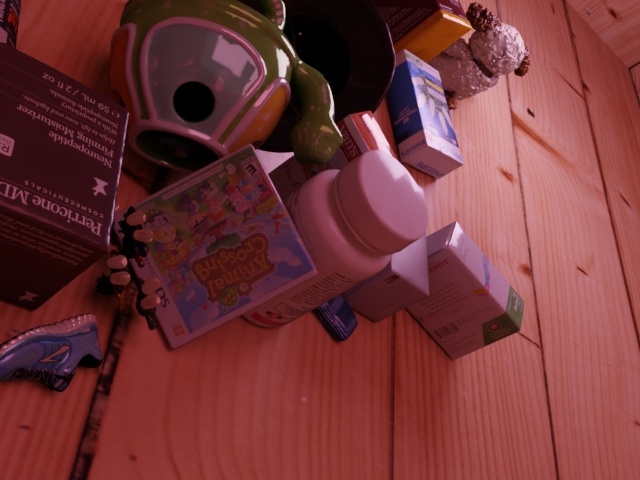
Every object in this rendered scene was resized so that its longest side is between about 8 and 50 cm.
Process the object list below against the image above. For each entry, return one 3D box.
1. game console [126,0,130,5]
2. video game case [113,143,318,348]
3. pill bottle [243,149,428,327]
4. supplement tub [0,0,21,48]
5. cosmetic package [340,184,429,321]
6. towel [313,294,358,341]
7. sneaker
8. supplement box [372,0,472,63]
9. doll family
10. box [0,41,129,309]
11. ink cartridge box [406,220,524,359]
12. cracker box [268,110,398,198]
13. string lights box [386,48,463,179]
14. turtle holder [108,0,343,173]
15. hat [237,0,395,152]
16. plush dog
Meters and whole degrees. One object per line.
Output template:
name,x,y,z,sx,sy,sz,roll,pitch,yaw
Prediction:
game console,-0.221,-0.334,1.280,0.124,0.085,0.144,-2,66,-51
video game case,-0.139,0.007,1.040,0.193,0.212,0.023,63,2,6
pill bottle,0.000,0.000,1.125,0.160,0.283,0.160,29,45,-34
supplement tub,-0.423,-0.275,0.981,0.106,0.106,0.197,22,50,-40
cosmetic package,0.108,0.005,1.386,0.107,0.127,0.238,29,46,-33
towel,0.014,0.100,1.286,0.119,0.029,0.067,53,35,-7
sneaker,-0.297,0.131,0.869,0.162,0.063,0.073,-18,82,-53
supplement box,0.203,-0.517,1.823,0.129,0.191,0.194,0,64,-50
doll family,-0.242,0.017,0.984,0.076,0.111,0.193,-5,78,-15
box,-0.332,-0.066,0.881,0.168,0.167,0.203,27,46,-36
ink cartridge box,0.241,0.092,1.453,0.212,0.154,0.093,46,37,-16
cracker box,0.016,-0.073,1.242,0.067,0.232,0.155,-21,81,-54
string lights box,0.219,-0.275,1.763,0.133,0.077,0.259,19,51,-43
turtle holder,-0.147,-0.205,1.145,0.320,0.243,0.227,30,59,-35
hat,-0.042,-0.279,1.361,0.134,0.331,0.331,77,-10,-78
plush dog,0.383,-0.442,1.951,0.262,0.225,0.210,35,42,-29
